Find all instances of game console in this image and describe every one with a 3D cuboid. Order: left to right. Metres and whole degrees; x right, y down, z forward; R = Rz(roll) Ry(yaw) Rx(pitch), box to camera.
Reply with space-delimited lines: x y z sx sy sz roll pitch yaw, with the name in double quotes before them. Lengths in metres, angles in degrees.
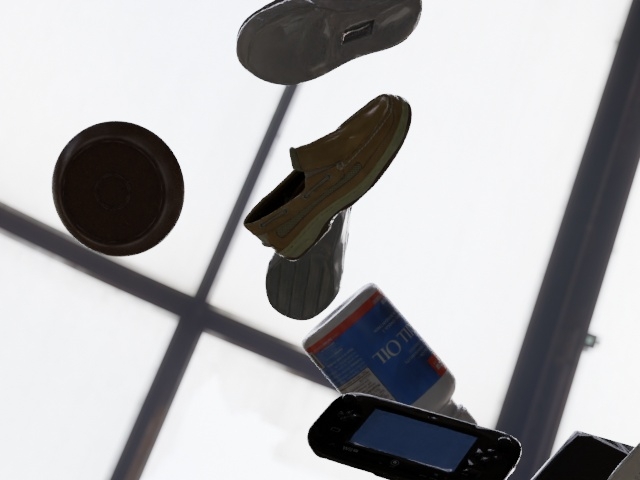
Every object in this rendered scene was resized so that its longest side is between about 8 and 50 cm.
"game console" 0.154 0.220 1.630 0.361 0.213 0.044 13 -67 24

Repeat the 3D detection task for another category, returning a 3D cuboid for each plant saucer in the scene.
"plant saucer" -0.250 -0.061 2.120 0.168 0.168 0.029 19 10 5

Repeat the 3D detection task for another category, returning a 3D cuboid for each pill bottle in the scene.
"pill bottle" 0.090 0.171 2.151 0.221 0.124 0.124 49 -32 -2

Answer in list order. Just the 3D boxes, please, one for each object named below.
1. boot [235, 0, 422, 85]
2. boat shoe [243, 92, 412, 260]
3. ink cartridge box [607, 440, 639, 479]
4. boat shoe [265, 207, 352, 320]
"boot" -0.019 -0.239 1.823 0.123 0.258 0.095 35 -55 33
"boat shoe" 0.002 -0.064 1.556 0.072 0.068 0.190 30 -69 -26
"ink cartridge box" 0.431 0.139 1.432 0.207 0.353 0.119 44 12 21
"boat shoe" 0.000 0.000 1.865 0.083 0.076 0.226 25 -38 2
